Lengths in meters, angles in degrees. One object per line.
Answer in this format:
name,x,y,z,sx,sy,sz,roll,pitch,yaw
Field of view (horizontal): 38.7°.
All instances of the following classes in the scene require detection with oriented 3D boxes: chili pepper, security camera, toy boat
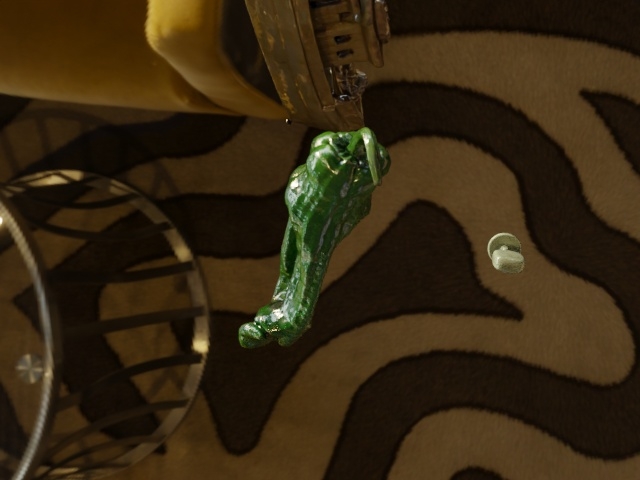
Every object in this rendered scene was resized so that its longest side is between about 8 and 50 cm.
chili pepper,-0.005,0.000,0.766,0.074,0.100,0.257,22,126,4
security camera,0.293,0.028,1.439,0.058,0.092,0.058,3,110,10
toy boat,0.002,-0.121,0.503,0.072,0.206,0.065,-8,69,6
